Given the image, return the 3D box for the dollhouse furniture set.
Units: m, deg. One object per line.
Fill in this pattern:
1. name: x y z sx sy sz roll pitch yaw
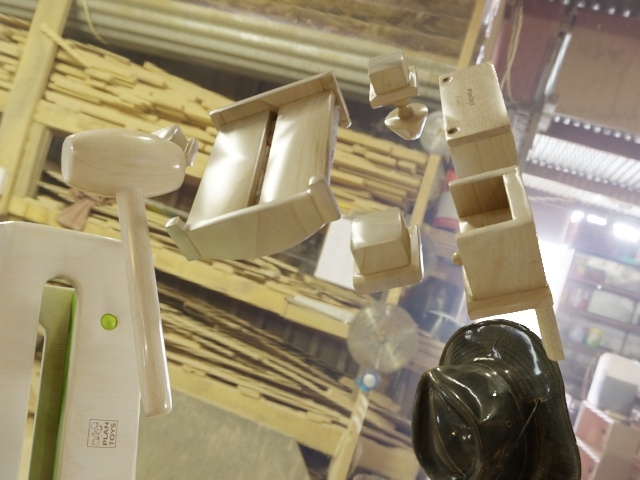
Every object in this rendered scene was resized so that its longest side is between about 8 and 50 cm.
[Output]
1. dollhouse furniture set: 0.000 0.000 0.551 0.355 0.303 0.174 -14 -53 17

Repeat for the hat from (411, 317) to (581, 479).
1. hat: 0.210 0.272 0.912 0.133 0.332 0.331 13 2 -27

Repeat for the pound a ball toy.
1. pound a ball toy: -0.187 0.099 0.398 0.135 0.319 0.208 11 -28 -31
